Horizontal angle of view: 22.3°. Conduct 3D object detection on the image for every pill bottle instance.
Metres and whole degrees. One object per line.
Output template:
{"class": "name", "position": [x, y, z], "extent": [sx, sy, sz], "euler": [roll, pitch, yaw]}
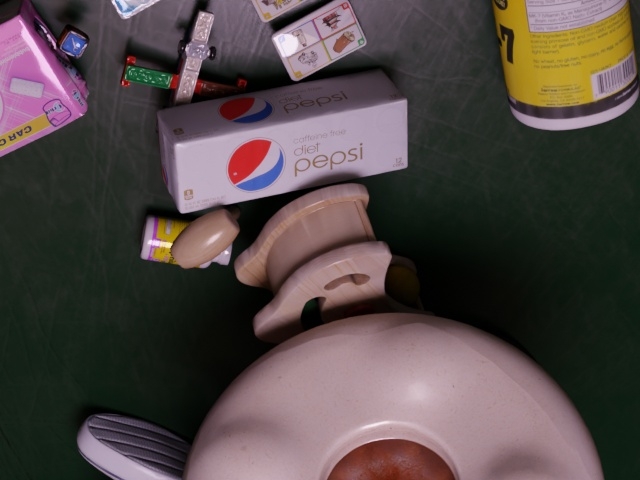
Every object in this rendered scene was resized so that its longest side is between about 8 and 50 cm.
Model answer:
{"class": "pill bottle", "position": [-0.126, 0.002, 1.529], "extent": [0.083, 0.043, 0.043], "euler": [9, 117, -10]}
{"class": "pill bottle", "position": [0.207, -0.212, 1.403], "extent": [0.119, 0.119, 0.208], "euler": [-12, 118, 1]}

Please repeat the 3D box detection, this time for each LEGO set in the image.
{"class": "LEGO set", "position": [-0.105, -0.196, 1.433], "extent": [0.244, 0.060, 0.182], "euler": [-30, 117, -3]}

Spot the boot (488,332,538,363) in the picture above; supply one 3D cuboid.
{"class": "boot", "position": [0.086, 0.185, 1.624], "extent": [0.263, 0.091, 0.229], "euler": [13, 136, -38]}

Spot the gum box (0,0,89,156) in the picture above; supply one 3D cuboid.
{"class": "gum box", "position": [-0.307, -0.129, 1.430], "extent": [0.188, 0.062, 0.107], "euler": [-26, 118, 9]}

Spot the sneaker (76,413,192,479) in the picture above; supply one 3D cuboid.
{"class": "sneaker", "position": [-0.142, 0.263, 1.639], "extent": [0.258, 0.094, 0.091], "euler": [30, 109, -19]}

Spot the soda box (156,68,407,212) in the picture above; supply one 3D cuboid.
{"class": "soda box", "position": [-0.034, -0.090, 1.443], "extent": [0.216, 0.069, 0.073], "euler": [-12, 125, -16]}

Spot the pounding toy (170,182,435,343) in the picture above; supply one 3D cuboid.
{"class": "pounding toy", "position": [0.000, 0.000, 1.485], "extent": [0.154, 0.154, 0.269], "euler": [-34, 148, 24]}

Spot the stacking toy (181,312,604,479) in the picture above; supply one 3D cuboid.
{"class": "stacking toy", "position": [0.076, 0.325, 1.483], "extent": [0.351, 0.350, 0.480], "euler": [-10, 143, 0]}
